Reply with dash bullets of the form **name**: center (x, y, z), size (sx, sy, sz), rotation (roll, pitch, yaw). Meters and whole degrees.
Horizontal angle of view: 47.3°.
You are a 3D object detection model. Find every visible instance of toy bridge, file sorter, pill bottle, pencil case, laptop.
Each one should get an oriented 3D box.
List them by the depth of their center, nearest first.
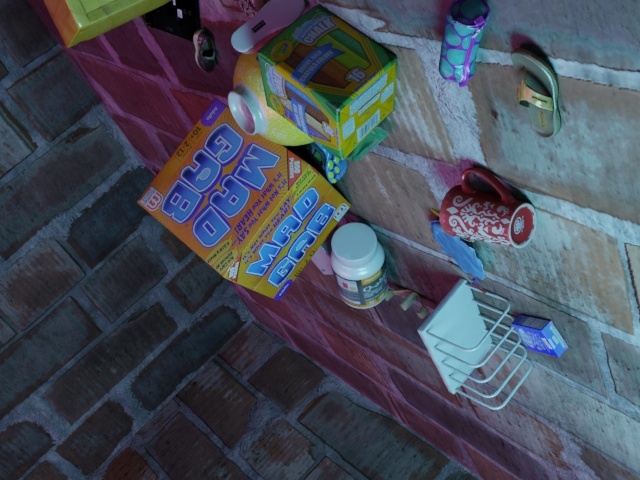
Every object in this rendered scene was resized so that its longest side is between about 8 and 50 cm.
- **pencil case**: center (0.232, -0.325, 1.195), size (0.151, 0.064, 0.070), rotation (85, 163, -64)
- **file sorter**: center (0.414, 0.278, 1.900), size (0.173, 0.193, 0.277), rotation (22, 151, 46)
- **laptop**: center (-0.432, -0.693, 1.994), size (0.264, 0.136, 0.234), rotation (19, 161, 0)
- **pill bottle**: center (0.115, 0.076, 2.181), size (0.162, 0.162, 0.278), rotation (37, 161, 27)
- **toy bridge**: center (0.269, 0.183, 2.222), size (0.188, 0.063, 0.026), rotation (24, 152, 53)

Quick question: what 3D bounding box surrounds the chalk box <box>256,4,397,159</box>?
- **chalk box**: center (-0.007, -0.343, 1.514), size (0.289, 0.180, 0.179), rotation (38, 161, 20)

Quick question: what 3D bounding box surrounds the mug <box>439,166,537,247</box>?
- **mug**: center (0.334, -0.058, 1.479), size (0.169, 0.113, 0.150), rotation (20, 150, 48)

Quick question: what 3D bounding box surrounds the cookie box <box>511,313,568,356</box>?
- **cookie box**: center (0.529, 0.229, 1.768), size (0.092, 0.040, 0.107), rotation (53, 162, -20)

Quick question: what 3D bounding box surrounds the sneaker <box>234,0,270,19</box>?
- **sneaker**: center (-0.262, -0.605, 1.515), size (0.410, 0.182, 0.158), rotation (53, 163, -26)

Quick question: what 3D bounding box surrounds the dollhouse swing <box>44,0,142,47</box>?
- **dollhouse swing**: center (-0.477, -0.664, 1.636), size (0.305, 0.347, 0.315), rotation (61, 159, -16)

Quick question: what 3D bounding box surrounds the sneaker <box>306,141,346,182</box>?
- **sneaker**: center (0.011, -0.236, 1.913), size (0.078, 0.067, 0.188), rotation (33, 155, 57)

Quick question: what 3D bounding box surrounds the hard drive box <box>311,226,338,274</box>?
- **hard drive box**: center (0.000, 0.000, 2.396), size (0.232, 0.089, 0.181), rotation (51, 162, -12)

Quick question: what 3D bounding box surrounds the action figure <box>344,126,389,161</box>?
- **action figure**: center (0.083, -0.246, 1.711), size (0.137, 0.063, 0.232), rotation (43, 158, 5)

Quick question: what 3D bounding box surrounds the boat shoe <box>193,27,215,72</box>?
- **boat shoe**: center (-0.319, -0.520, 2.041), size (0.049, 0.056, 0.152), rotation (44, 163, 24)

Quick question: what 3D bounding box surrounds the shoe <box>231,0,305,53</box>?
- **shoe**: center (-0.109, -0.460, 1.557), size (0.063, 0.178, 0.081), rotation (56, -173, -5)

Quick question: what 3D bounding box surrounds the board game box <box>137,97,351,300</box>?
- **board game box**: center (-0.200, -0.103, 2.033), size (0.356, 0.356, 0.356), rotation (38, -179, 25)

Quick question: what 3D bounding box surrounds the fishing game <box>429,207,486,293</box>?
- **fishing game**: center (0.334, 0.017, 1.759), size (0.189, 0.041, 0.264), rotation (42, 169, 39)

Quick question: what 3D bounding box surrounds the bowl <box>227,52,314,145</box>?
- **bowl**: center (-0.127, -0.338, 1.756), size (0.289, 0.156, 0.289), rotation (43, 153, 29)

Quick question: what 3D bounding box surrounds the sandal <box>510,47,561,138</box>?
- **sandal**: center (0.344, -0.228, 1.178), size (0.072, 0.049, 0.180), rotation (28, 155, 44)
